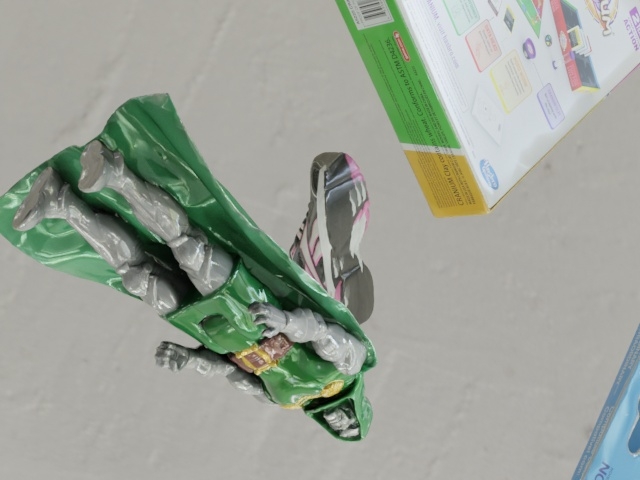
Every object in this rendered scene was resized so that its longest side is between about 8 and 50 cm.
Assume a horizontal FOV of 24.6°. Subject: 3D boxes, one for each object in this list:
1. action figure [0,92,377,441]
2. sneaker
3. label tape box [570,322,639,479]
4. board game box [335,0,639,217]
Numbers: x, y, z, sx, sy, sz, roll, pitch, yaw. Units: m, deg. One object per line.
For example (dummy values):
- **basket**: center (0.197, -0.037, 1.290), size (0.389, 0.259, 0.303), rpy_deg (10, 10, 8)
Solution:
- **action figure**: center (-0.048, 0.034, 0.751), size (0.137, 0.232, 0.063), rpy_deg (-25, -142, 35)
- **sneaker**: center (0.000, 0.000, 1.460), size (0.077, 0.072, 0.178), rpy_deg (9, -71, 37)
- **label tape box**: center (0.322, 0.197, 1.343), size (0.115, 0.347, 0.249), rpy_deg (11, -111, 48)
- **board game box**: center (0.163, -0.202, 1.297), size (0.064, 0.242, 0.316), rpy_deg (-5, -153, 46)
